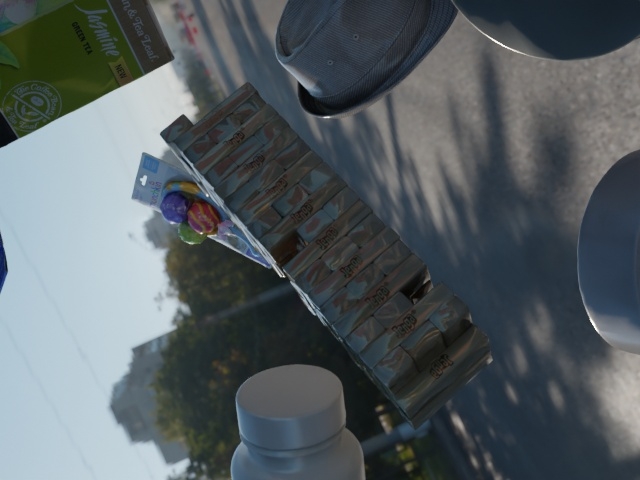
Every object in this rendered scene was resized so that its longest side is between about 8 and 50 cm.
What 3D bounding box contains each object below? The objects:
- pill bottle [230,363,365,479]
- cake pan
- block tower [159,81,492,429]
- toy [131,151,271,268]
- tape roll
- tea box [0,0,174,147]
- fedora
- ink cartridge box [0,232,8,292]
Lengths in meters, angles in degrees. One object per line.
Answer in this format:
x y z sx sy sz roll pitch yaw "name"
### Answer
-0.019 0.246 0.981 0.131 0.131 0.229 -119 21 -66 "pill bottle"
0.243 -0.304 1.043 0.293 0.054 0.293 21 145 16 "cake pan"
0.000 0.000 0.857 0.335 0.097 0.091 45 172 27 "block tower"
-0.168 -0.026 1.452 0.137 0.237 0.056 121 171 -56 "toy"
0.362 0.014 1.019 0.072 0.219 0.219 7 126 54 "tape roll"
-0.402 -0.303 1.216 0.329 0.324 0.220 56 172 45 "tea box"
0.039 -0.297 1.335 0.124 0.275 0.243 32 -144 -35 "fedora"
-0.561 -0.026 1.552 0.186 0.065 0.311 -52 53 43 "ink cartridge box"
